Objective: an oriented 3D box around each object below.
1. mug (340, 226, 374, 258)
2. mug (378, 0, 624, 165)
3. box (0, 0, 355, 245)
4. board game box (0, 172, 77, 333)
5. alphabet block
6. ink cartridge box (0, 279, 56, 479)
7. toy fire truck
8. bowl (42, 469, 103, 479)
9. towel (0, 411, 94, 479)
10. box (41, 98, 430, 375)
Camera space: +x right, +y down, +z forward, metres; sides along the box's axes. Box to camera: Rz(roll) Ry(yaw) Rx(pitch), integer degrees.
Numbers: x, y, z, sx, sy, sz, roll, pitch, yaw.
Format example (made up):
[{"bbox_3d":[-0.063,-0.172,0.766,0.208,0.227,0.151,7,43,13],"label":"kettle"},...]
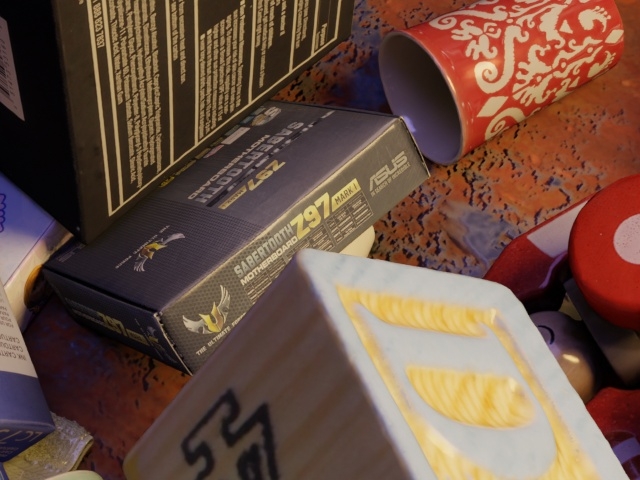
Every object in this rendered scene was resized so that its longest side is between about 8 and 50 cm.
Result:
[{"bbox_3d":[0.003,0.000,1.079,0.078,0.062,0.064,37,52,-3],"label":"mug"},{"bbox_3d":[0.137,-0.157,1.158,0.169,0.113,0.150,-27,58,-19],"label":"mug"},{"bbox_3d":[-0.125,-0.209,1.018,0.183,0.296,0.294,39,61,20],"label":"box"},{"bbox_3d":[-0.290,-0.115,1.176,0.318,0.066,0.318,22,58,18],"label":"board game box"},{"bbox_3d":[0.033,0.146,0.844,0.192,0.197,0.193,11,40,-41],"label":"alphabet block"},{"bbox_3d":[-0.278,0.038,0.933,0.065,0.186,0.311,-31,68,21],"label":"ink cartridge box"},{"bbox_3d":[0.184,0.118,0.934,0.254,0.169,0.302,-30,55,5],"label":"toy fire truck"},{"bbox_3d":[-0.175,0.286,0.755,0.163,0.311,0.311,42,65,12],"label":"bowl"},{"bbox_3d":[-0.242,0.151,1.005,0.148,0.027,0.110,17,56,15],"label":"towel"},{"bbox_3d":[-0.063,-0.012,1.041,0.233,0.059,0.183,-40,29,-22],"label":"box"}]
